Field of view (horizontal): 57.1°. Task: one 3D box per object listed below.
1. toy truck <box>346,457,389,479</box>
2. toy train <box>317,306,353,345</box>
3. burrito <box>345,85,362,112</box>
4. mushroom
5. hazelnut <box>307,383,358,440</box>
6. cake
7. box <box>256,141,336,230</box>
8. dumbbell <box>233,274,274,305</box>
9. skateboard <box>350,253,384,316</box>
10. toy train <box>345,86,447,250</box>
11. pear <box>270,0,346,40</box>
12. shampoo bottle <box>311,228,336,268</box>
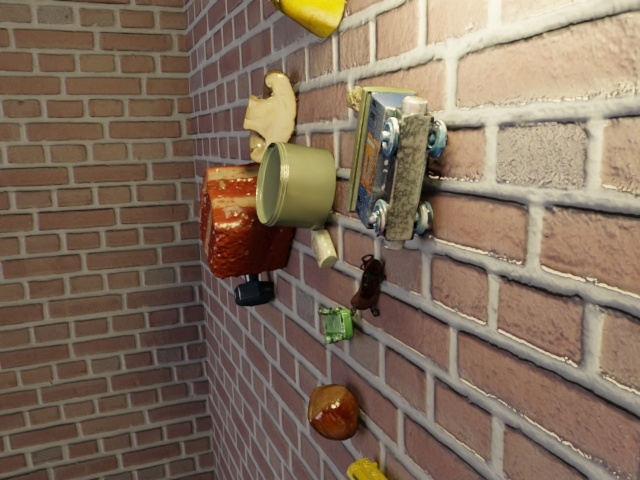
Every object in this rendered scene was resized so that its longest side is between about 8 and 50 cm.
[{"bbox_3d":[0.134,0.603,1.366,0.227,0.098,0.114,-160,72,-68],"label":"toy truck"},{"bbox_3d":[0.048,0.219,1.529,0.149,0.081,0.099,-25,72,62],"label":"toy train"},{"bbox_3d":[0.106,-0.294,1.289,0.171,0.042,0.051,52,132,52],"label":"burrito"},{"bbox_3d":[-0.159,-0.391,1.821,0.151,0.156,0.285,-111,35,-62],"label":"mushroom"},{"bbox_3d":[0.039,0.450,1.546,0.154,0.143,0.143,-145,52,-73],"label":"hazelnut"},{"bbox_3d":[-0.262,-0.079,1.972,0.270,0.269,0.319,107,148,-46],"label":"cake"},{"bbox_3d":[-0.072,-0.144,1.582,0.226,0.149,0.226,-174,90,-68],"label":"box"},{"bbox_3d":[-0.268,0.087,2.212,0.144,0.156,0.316,-22,72,37],"label":"dumbbell"},{"bbox_3d":[0.109,0.102,1.371,0.080,0.067,0.151,-111,29,-57],"label":"skateboard"},{"bbox_3d":[0.144,-0.140,1.129,0.202,0.131,0.299,-116,29,-57],"label":"toy train"},{"bbox_3d":[-0.055,-0.630,1.442,0.267,0.178,0.267,178,90,-66],"label":"pear"},{"bbox_3d":[0.000,0.000,1.629,0.077,0.045,0.152,113,143,-51],"label":"shampoo bottle"}]
